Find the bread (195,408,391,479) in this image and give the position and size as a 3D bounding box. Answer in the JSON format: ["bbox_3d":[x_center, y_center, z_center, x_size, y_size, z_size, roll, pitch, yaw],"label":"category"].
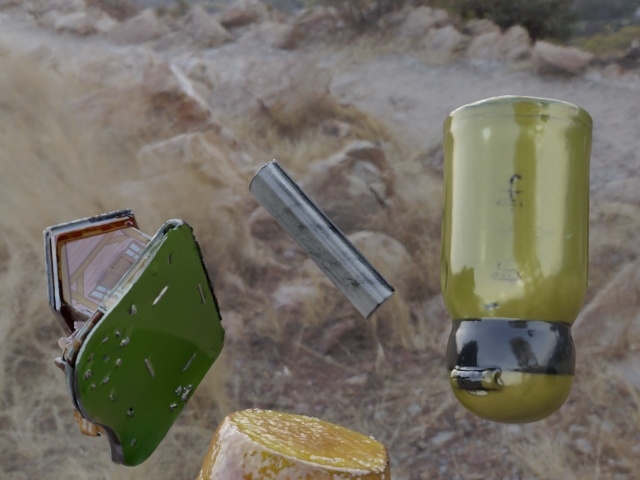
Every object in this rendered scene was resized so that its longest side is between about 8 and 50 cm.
[{"bbox_3d":[-0.033,0.344,1.289,0.312,0.172,0.312,14,0,0],"label":"bread"}]

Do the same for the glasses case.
[{"bbox_3d":[0.000,0.000,1.547,0.060,0.299,0.114,-40,-8,-18],"label":"glasses case"}]

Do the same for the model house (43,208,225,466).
[{"bbox_3d":[-0.232,0.093,1.005,0.154,0.294,0.207,26,62,18],"label":"model house"}]

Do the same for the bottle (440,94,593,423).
[{"bbox_3d":[0.216,0.028,1.048,0.172,0.351,0.171,4,-9,1],"label":"bottle"}]
